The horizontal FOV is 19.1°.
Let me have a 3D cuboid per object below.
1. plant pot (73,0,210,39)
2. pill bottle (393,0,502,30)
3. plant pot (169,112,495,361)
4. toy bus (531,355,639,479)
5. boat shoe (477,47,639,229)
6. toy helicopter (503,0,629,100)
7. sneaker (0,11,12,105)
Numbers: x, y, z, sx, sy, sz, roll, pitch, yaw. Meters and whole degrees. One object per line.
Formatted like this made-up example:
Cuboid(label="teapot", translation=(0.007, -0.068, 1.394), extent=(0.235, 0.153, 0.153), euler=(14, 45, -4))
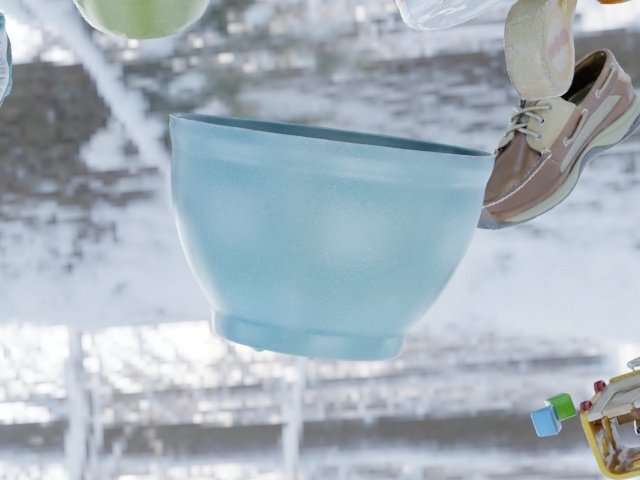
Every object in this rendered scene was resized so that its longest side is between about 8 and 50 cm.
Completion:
Cuboid(label="plant pot", translation=(-0.176, -0.348, 1.837), extent=(0.275, 0.274, 0.293), euler=(-87, 0, -45))
Cuboid(label="pill bottle", translation=(0.115, -0.394, 2.172), extent=(0.162, 0.162, 0.278), euler=(55, -170, -77))
Cuboid(label="plant pot", translation=(0.000, 0.000, 1.702), extent=(0.293, 0.293, 0.196), euler=(-38, -45, -82))
Cuboid(label="toy bus", translation=(0.370, 0.209, 2.194), extent=(0.191, 0.202, 0.104), euler=(-12, 98, 66))
Cuboid(label="boat shoe", translation=(0.287, -0.136, 2.438), extent=(0.324, 0.122, 0.120), euler=(-42, -59, -33))
Cuboid(label="toy helicopter", translation=(0.212, -0.262, 1.642), extent=(0.235, 0.140, 0.355), euler=(54, -139, -48))
Cuboid(label="sneaker", translation=(-0.358, -0.173, 2.063), extent=(0.076, 0.065, 0.166), euler=(76, -169, -47))
